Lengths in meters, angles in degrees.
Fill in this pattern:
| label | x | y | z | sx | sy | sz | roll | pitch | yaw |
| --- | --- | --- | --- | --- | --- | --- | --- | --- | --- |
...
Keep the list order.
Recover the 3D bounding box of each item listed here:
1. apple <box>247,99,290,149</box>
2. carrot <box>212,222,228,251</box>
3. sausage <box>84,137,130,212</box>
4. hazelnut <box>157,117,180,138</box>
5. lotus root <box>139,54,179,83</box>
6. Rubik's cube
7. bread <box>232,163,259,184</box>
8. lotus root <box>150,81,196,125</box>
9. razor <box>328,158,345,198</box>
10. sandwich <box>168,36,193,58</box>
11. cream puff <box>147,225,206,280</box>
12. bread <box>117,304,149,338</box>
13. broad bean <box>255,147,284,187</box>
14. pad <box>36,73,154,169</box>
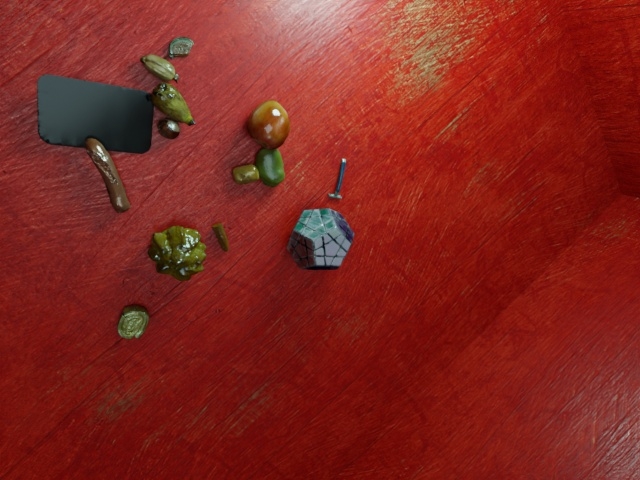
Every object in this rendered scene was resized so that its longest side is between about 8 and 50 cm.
| label | x | y | z | sx | sy | sz | roll | pitch | yaw |
| --- | --- | --- | --- | --- | --- | --- | --- | --- | --- |
| apple | -0.212 | -0.484 | 1.733 | 0.199 | 0.199 | 0.199 | -7 | 110 | -21 |
| carrot | -0.436 | -0.011 | 1.864 | 0.048 | 0.048 | 0.139 | -23 | 117 | -14 |
| sausage | -0.807 | -0.243 | 1.597 | 0.078 | 0.078 | 0.304 | -20 | 122 | -16 |
| hazelnut | -0.596 | -0.438 | 1.637 | 0.087 | 0.086 | 0.086 | -7 | 110 | -21 |
| lotus root | -0.599 | -0.646 | 1.569 | 0.151 | 0.062 | 0.073 | 26 | 103 | -28 |
| Rubik's cube | 0.000 | 0.000 | 1.926 | 0.320 | 0.319 | 0.263 | 3 | 79 | -24 |
| bread | -0.324 | -0.282 | 1.793 | 0.115 | 0.056 | 0.082 | -5 | 112 | 9 |
| lotus root | -0.564 | -0.516 | 1.610 | 0.190 | 0.095 | 0.108 | 50 | 60 | -39 |
| razor | 0.094 | -0.295 | 1.996 | 0.068 | 0.037 | 0.191 | 9 | 104 | -24 |
| sandwich | -0.531 | -0.736 | 1.588 | 0.101 | 0.026 | 0.069 | -18 | 112 | -17 |
| cream puff | -0.600 | 0.055 | 1.752 | 0.245 | 0.196 | 0.243 | 2 | 80 | -10 |
| bread | -0.814 | 0.358 | 1.815 | 0.118 | 0.064 | 0.156 | 23 | 99 | -23 |
| broad bean | -0.221 | -0.322 | 1.836 | 0.125 | 0.082 | 0.174 | -24 | 105 | -14 |
| pad | -0.836 | -0.435 | 1.568 | 0.376 | 0.063 | 0.314 | 2 | 113 | -30 |
